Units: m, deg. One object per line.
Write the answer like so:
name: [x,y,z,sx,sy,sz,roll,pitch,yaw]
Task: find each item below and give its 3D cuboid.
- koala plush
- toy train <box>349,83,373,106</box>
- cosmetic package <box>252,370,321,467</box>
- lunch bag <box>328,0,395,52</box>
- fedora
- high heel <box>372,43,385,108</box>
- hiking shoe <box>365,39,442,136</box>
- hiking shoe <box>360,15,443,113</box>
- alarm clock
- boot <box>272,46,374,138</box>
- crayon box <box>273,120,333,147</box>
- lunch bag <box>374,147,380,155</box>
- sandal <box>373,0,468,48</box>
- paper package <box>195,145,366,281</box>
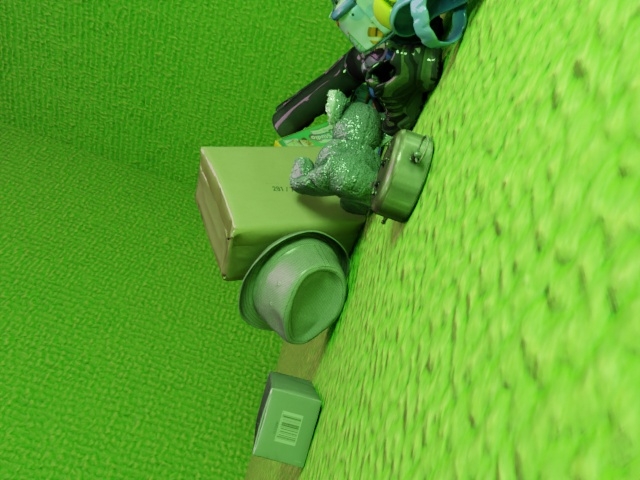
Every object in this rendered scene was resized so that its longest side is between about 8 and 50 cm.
koala plush: [0.068,-0.188,1.237,0.203,0.196,0.221,170,119,-74]
toy train: [0.144,-0.454,2.076,0.080,0.105,0.184,-75,5,-53]
cosmetic package: [-0.068,0.337,1.156,0.238,0.107,0.127,145,140,-80]
lunch bag: [0.143,-0.475,1.055,0.303,0.115,0.243,-36,23,25]
fedora: [-0.037,0.119,1.248,0.276,0.243,0.124,-61,35,19]
high heel: [0.191,-0.408,1.503,0.082,0.117,0.244,-96,5,-60]
hiking shoe: [0.133,-0.272,1.059,0.227,0.114,0.086,114,174,-63]
hiking shoe: [0.174,-0.349,1.200,0.304,0.113,0.132,161,97,-78]
alarm clock: [0.117,-0.100,0.847,0.192,0.064,0.129,127,161,-71]
boot: [0.021,-0.474,1.895,0.445,0.146,0.367,-28,14,23]
crayon box: [-0.020,-0.243,2.026,0.363,0.106,0.313,-29,-29,-37]
lunch bag: [0.104,-0.214,1.534,0.129,0.096,0.151,-81,-4,-59]
sandal: [0.200,-0.398,0.835,0.138,0.126,0.317,65,145,28]
paper package: [-0.106,-0.076,1.407,0.310,0.324,0.168,62,146,38]
